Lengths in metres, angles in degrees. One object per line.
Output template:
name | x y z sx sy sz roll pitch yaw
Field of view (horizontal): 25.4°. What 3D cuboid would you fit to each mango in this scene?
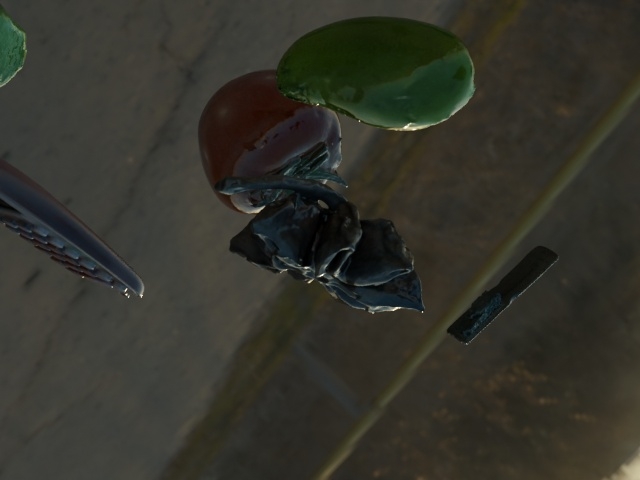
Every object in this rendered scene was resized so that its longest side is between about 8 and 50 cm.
mango | 0.044 -0.137 1.161 0.074 0.165 0.091 70 22 -80

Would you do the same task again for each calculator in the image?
calculator | -0.355 -0.023 1.797 0.220 0.329 0.048 11 -116 52

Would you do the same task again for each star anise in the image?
star anise | 0.000 -0.001 1.343 0.089 0.209 0.231 -68 155 -22

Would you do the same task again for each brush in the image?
brush | 0.224 0.059 1.733 0.190 0.034 0.027 -38 146 -30

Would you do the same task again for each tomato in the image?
tomato | -0.085 -0.163 2.384 0.256 0.224 0.256 -24 144 -19

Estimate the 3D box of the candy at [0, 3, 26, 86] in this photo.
candy | -0.569 -0.324 2.030 0.132 0.343 0.142 -44 148 -29
